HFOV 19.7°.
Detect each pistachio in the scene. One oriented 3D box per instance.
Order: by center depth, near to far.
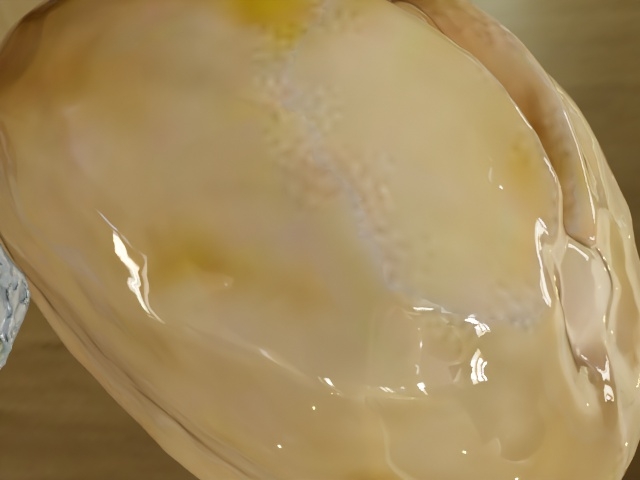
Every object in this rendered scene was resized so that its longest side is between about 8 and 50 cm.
[{"bbox_3d":[0.000,0.000,0.740,0.309,0.230,0.230,32,-130,26],"label":"pistachio"}]

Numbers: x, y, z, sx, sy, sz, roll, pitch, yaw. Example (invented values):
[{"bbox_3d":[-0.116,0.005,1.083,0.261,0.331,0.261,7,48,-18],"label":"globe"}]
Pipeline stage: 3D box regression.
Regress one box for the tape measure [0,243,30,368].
[{"bbox_3d":[-0.099,0.015,0.382,0.054,0.094,0.091,-8,-128,14],"label":"tape measure"}]
